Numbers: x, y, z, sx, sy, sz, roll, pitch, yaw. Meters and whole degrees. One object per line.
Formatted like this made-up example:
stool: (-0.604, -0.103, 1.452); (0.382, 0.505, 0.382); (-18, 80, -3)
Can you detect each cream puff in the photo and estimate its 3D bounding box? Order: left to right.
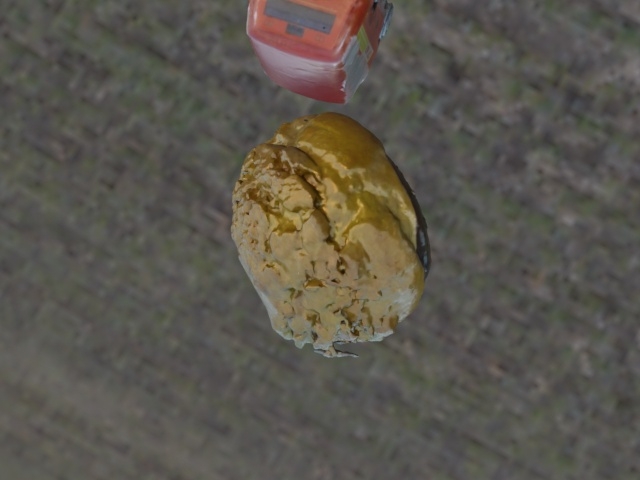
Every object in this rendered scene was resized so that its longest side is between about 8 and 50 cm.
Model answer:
cream puff: (0.000, 0.000, 1.499); (0.189, 0.129, 0.189); (52, 158, 31)

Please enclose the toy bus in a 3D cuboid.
toy bus: (-0.002, -0.132, 1.183); (0.079, 0.077, 0.174); (17, 175, 5)
